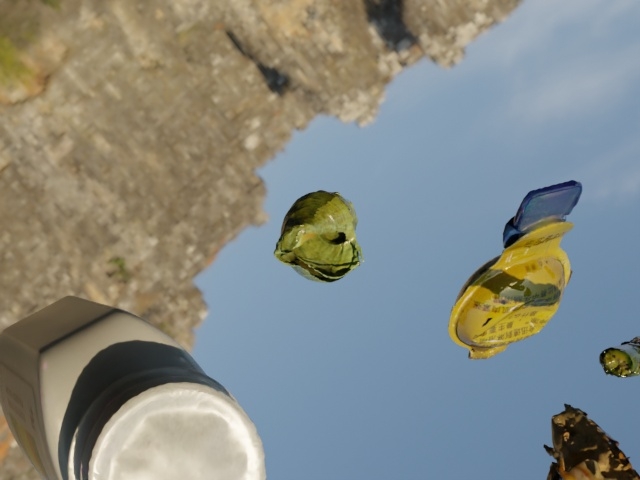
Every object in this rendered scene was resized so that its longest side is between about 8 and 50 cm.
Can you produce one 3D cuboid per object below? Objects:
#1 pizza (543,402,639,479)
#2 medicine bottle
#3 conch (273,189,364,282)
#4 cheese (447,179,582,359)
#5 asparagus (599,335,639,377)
[{"bbox_3d":[0.209,0.233,0.833,0.069,0.226,0.147,-16,177,-9],"label":"pizza"},{"bbox_3d":[-0.142,0.135,0.835,0.124,0.179,0.324,-28,-169,-21],"label":"medicine bottle"},{"bbox_3d":[0.000,0.000,1.133,0.074,0.089,0.121,-57,171,32],"label":"conch"},{"bbox_3d":[0.209,0.034,1.232,0.156,0.250,0.064,-13,-130,-27],"label":"cheese"},{"bbox_3d":[0.278,0.101,1.045,0.036,0.030,0.165,-23,171,21],"label":"asparagus"}]
